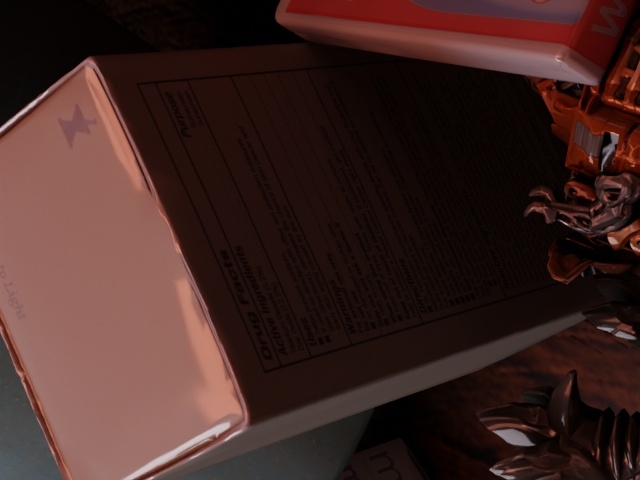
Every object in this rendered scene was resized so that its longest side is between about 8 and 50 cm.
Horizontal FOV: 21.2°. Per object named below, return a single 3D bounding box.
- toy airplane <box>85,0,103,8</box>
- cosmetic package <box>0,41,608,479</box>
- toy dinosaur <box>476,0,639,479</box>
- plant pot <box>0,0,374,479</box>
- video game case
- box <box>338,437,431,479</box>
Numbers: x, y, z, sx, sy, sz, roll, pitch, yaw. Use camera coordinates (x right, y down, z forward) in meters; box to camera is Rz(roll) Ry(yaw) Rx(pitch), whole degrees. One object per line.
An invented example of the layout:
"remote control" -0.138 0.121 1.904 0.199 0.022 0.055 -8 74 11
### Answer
"toy airplane" -0.285 -0.110 1.174 0.384 0.272 0.386 33 126 36
"cosmetic package" 0.000 0.000 0.786 0.113 0.309 0.160 -31 77 37
"toy dinosaur" 0.178 0.014 0.695 0.322 0.164 0.218 55 135 25
"plant pot" -0.157 0.015 0.933 0.341 0.334 0.341 -44 31 36
"video game case" 0.095 -0.203 0.672 0.204 0.025 0.285 19 84 57
"box" 0.032 0.296 1.046 0.262 0.127 0.231 59 145 21
